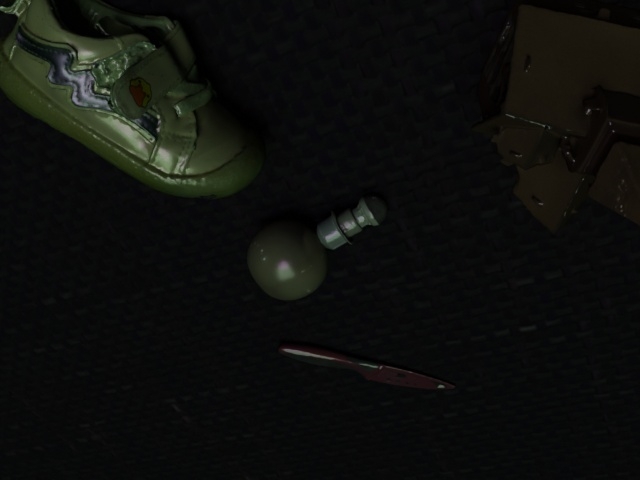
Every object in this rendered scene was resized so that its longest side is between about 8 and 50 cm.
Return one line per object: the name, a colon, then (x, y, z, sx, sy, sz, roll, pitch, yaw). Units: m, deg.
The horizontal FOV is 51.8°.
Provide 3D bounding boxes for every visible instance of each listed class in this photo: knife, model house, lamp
knife: (0.062, 0.174, 0.886, 0.248, 0.018, 0.035, 15, 126, -5)
model house: (0.219, -0.069, 0.521, 0.181, 0.248, 0.176, 13, 129, -1)
lamp: (0.000, 0.000, 0.720, 0.163, 0.091, 0.091, -30, 120, 12)

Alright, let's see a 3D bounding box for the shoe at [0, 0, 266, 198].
shoe: (-0.169, -0.130, 0.594, 0.262, 0.140, 0.128, 26, 137, -5)
